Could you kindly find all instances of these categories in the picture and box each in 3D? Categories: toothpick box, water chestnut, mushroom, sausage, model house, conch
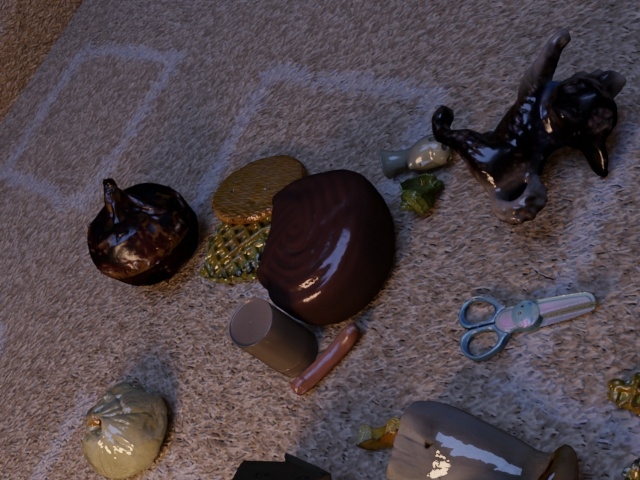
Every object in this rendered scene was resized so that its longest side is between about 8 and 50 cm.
[{"bbox_3d":[-0.094,0.199,1.531,0.111,0.180,0.111,-16,56,25],"label":"toothpick box"},{"bbox_3d":[-0.460,-0.033,1.870,0.300,0.300,0.300,-17,54,26],"label":"water chestnut"},{"bbox_3d":[0.262,0.367,1.239,0.328,0.122,0.159,7,103,39],"label":"mushroom"},{"bbox_3d":[0.013,0.241,1.522,0.186,0.043,0.043,-46,47,3],"label":"sausage"},{"bbox_3d":[-0.022,0.485,1.313,0.243,0.204,0.211,-2,104,10],"label":"model house"},{"bbox_3d":[0.205,-0.102,1.580,0.121,0.074,0.089,-40,80,-20],"label":"conch"}]

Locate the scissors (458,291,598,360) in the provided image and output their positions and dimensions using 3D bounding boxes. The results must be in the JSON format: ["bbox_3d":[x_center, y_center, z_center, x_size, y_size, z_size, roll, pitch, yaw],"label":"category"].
[{"bbox_3d":[0.368,0.136,1.348,0.256,0.030,0.125,-19,53,28],"label":"scissors"}]

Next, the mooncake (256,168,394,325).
[{"bbox_3d":[0.000,0.000,1.598,0.326,0.174,0.334,-53,48,-1],"label":"mooncake"}]

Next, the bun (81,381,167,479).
[{"bbox_3d":[-0.453,0.416,1.676,0.220,0.134,0.220,-18,56,29],"label":"bun"}]

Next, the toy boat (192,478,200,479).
[{"bbox_3d":[-0.288,0.571,1.544,0.149,0.034,0.105,-35,44,-5],"label":"toy boat"}]

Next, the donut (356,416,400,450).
[{"bbox_3d":[0.111,0.350,1.375,0.038,0.067,0.083,-87,22,-50],"label":"donut"}]

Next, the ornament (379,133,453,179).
[{"bbox_3d":[0.211,-0.182,1.627,0.156,0.075,0.081,-12,38,27],"label":"ornament"}]

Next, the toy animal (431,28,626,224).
[{"bbox_3d":[0.424,-0.196,1.416,0.344,0.194,0.303,-35,43,16],"label":"toy animal"}]

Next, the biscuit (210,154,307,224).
[{"bbox_3d":[-0.147,-0.123,1.825,0.254,0.035,0.254,-17,37,13],"label":"biscuit"}]

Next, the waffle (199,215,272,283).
[{"bbox_3d":[-0.192,0.008,1.802,0.214,0.054,0.208,5,64,38],"label":"waffle"}]

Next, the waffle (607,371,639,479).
[{"bbox_3d":[0.510,0.288,1.142,0.149,0.051,0.194,-25,52,19],"label":"waffle"}]
